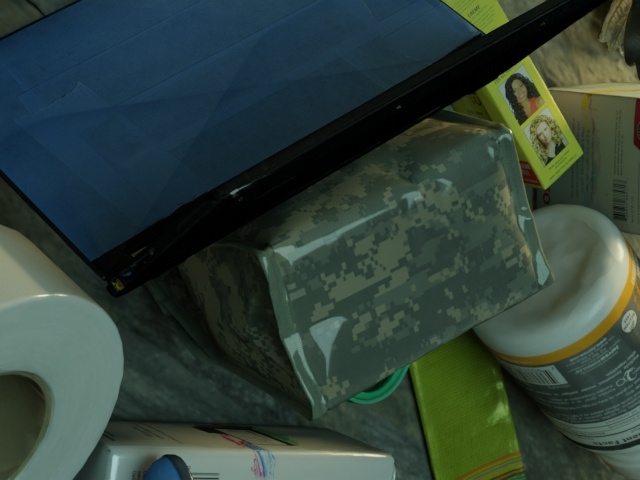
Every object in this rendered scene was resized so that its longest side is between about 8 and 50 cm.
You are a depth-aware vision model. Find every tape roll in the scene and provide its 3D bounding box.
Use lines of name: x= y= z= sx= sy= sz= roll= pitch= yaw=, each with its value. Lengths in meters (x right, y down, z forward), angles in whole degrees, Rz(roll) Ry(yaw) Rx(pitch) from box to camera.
tape roll: x=-0.283 y=0.126 z=1.304 sx=0.286 sy=0.100 sz=0.286 roll=-35 pitch=149 yaw=-25

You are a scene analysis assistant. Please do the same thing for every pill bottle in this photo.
pill bottle: x=0.264 y=0.103 z=1.688 sx=0.162 sy=0.162 sz=0.278 roll=-55 pitch=132 yaw=-13

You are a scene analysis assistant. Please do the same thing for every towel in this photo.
towel: x=0.146 y=0.190 z=1.721 sx=0.102 sy=0.021 sz=0.237 roll=-24 pitch=110 yaw=-28

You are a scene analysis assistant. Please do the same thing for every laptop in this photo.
laptop: x=-0.036 y=-0.157 z=1.272 sx=0.382 sy=0.408 sz=0.236 roll=-32 pitch=89 yaw=-25

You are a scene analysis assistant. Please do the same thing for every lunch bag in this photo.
lunch bag: x=0.000 y=0.000 z=1.436 sx=0.235 sy=0.287 sz=0.169 roll=-28 pitch=114 yaw=-22

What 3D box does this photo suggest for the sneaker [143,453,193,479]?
sneaker: x=-0.141 y=0.269 z=1.381 sx=0.082 sy=0.069 sz=0.209 roll=4 pitch=97 yaw=-27

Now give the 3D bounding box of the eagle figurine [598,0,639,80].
eagle figurine: x=0.310 y=-0.312 z=1.647 sx=0.226 sy=0.225 sz=0.298 roll=-30 pitch=103 yaw=-36

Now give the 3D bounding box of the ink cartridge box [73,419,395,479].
ink cartridge box: x=-0.091 y=0.263 z=1.520 sx=0.278 sy=0.117 sz=0.201 roll=6 pitch=95 yaw=-32

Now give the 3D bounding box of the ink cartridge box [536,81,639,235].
ink cartridge box: x=0.305 y=-0.079 z=1.684 sx=0.127 sy=0.176 sz=0.128 roll=-8 pitch=103 yaw=-35

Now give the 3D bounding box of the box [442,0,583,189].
box: x=0.147 y=-0.155 z=1.623 sx=0.058 sy=0.087 sz=0.232 roll=-43 pitch=120 yaw=-17

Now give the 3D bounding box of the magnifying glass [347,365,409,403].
magnifying glass: x=0.084 y=0.067 z=1.630 sx=0.231 sy=0.026 sz=0.092 roll=-37 pitch=115 yaw=-37
